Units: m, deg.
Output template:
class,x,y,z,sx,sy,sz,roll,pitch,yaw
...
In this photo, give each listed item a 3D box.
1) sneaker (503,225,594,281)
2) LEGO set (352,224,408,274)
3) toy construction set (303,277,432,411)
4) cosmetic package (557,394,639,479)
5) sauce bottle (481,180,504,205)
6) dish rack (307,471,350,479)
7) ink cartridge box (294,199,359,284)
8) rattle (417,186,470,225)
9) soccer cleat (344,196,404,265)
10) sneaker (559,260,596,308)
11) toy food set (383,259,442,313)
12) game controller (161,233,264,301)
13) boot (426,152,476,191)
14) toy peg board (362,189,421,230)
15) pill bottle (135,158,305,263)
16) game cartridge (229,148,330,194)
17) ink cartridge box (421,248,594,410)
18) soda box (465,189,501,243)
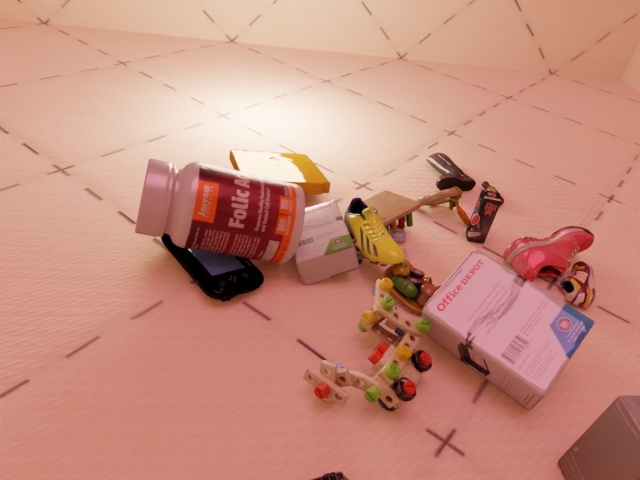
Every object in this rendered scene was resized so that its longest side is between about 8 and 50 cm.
class,x,y,z,sx,sy,sz,roll,pitch,yaw
sneaker,0.716,0.054,1.555,0.314,0.115,0.136,-12,52,-16
LEGO set,0.173,0.011,1.517,0.183,0.060,0.244,4,38,-1
toy construction set,0.124,0.245,1.120,0.215,0.151,0.328,45,53,5
cosmetic package,0.557,0.401,0.935,0.107,0.237,0.127,2,37,-10
sauce bottle,0.627,-0.174,1.868,0.042,0.042,0.128,-1,37,-14
dish rack,-0.040,0.497,0.824,0.272,0.074,0.208,-6,41,-22
ink cartridge box,0.000,0.000,1.426,0.161,0.092,0.219,-17,40,0
rattle,0.387,-0.100,1.729,0.200,0.142,0.130,-14,8,-5
soccer cleat,0.143,-0.029,1.424,0.094,0.121,0.289,-6,29,-21
sneaker,0.744,0.115,1.490,0.084,0.069,0.185,19,37,4
toy food set,0.271,0.121,1.353,0.128,0.071,0.218,-26,58,-39
game controller,-0.292,0.044,1.363,0.167,0.067,0.319,-22,48,-34
boot,0.464,-0.264,1.923,0.190,0.076,0.208,2,42,-33
toy peg board,0.205,-0.076,1.603,0.161,0.079,0.161,-28,34,-28
pill bottle,-0.256,-0.077,1.314,0.393,0.224,0.224,10,35,-20
game cartridge,-0.143,-0.229,1.701,0.286,0.052,0.323,1,27,-18
ink cartridge box,0.423,0.200,1.192,0.308,0.129,0.223,36,68,25
soda box,0.510,-0.073,1.604,0.060,0.168,0.053,10,37,1
